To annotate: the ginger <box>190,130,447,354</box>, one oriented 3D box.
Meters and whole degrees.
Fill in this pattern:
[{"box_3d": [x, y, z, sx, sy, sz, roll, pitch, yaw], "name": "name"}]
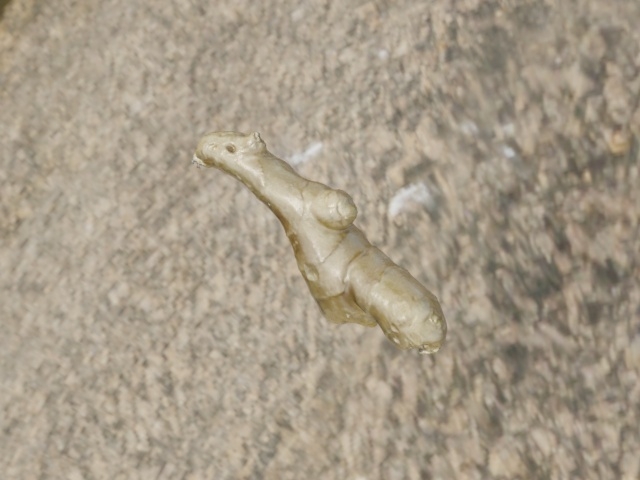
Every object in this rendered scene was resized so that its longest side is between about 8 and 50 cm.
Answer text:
[{"box_3d": [0.000, 0.000, 1.267, 0.081, 0.148, 0.334, -38, 83, -23], "name": "ginger"}]
